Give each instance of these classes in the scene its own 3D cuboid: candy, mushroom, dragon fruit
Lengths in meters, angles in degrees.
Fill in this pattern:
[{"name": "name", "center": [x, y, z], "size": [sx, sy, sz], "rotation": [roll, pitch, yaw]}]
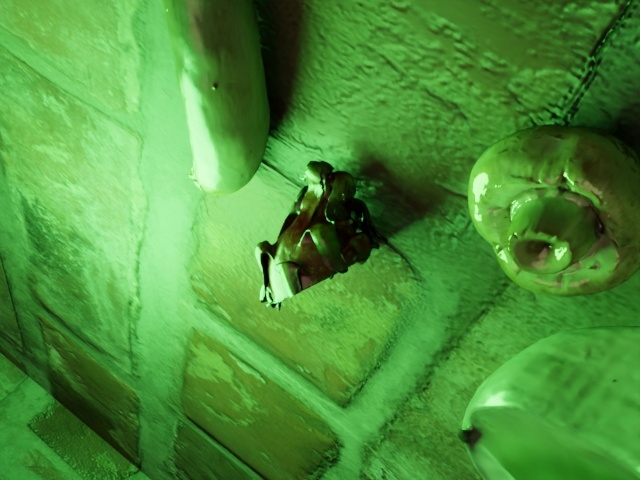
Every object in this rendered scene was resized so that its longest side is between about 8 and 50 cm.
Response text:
[{"name": "candy", "center": [0.346, 0.241, 0.538], "size": [0.427, 0.186, 0.386], "rotation": [52, 149, -13]}, {"name": "mushroom", "center": [-0.106, -0.185, 0.638], "size": [0.123, 0.095, 0.351], "rotation": [42, 145, 35]}, {"name": "mushroom", "center": [0.188, -0.023, 0.503], "size": [0.148, 0.112, 0.148], "rotation": [19, 139, 17]}, {"name": "dragon fruit", "center": [0.000, 0.000, 0.698], "size": [0.142, 0.138, 0.175], "rotation": [0, 97, -3]}]
